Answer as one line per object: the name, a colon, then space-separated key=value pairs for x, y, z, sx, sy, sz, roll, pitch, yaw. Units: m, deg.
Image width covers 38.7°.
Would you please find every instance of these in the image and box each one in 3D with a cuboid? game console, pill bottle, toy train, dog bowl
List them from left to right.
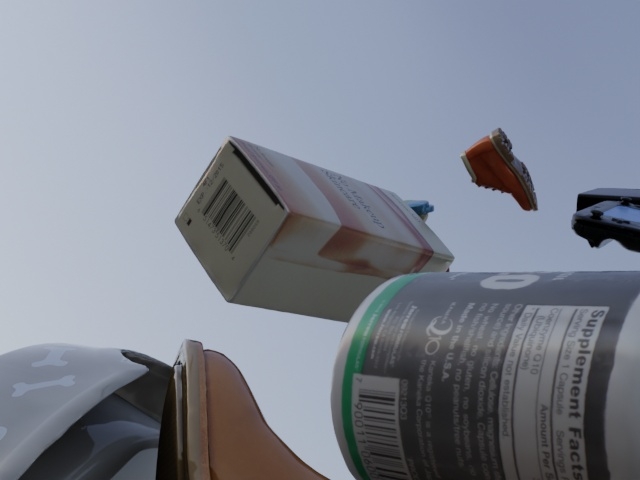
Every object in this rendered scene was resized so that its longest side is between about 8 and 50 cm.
dog bowl: x=-0.169 y=0.220 z=0.546 sx=0.102 sy=0.348 sz=0.348 roll=17 pitch=-35 yaw=22
toy train: x=0.166 y=-0.012 z=1.687 sx=0.105 sy=0.248 sz=0.143 roll=-5 pitch=-80 yaw=-2
pill bottle: x=0.200 y=0.123 z=0.675 sx=0.361 sy=0.204 sz=0.204 roll=-2 pitch=-46 yaw=44
game console: x=0.384 y=-0.026 z=1.023 sx=0.213 sy=0.361 sz=0.044 roll=5 pitch=-80 yaw=28

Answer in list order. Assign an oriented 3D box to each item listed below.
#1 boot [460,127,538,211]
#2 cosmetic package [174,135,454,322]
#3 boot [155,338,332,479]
boot: x=0.290 y=-0.100 z=1.467 sx=0.085 sy=0.059 sz=0.158 roll=-29 pitch=-68 yaw=23
cosmetic package: x=0.000 y=0.000 z=1.069 sx=0.296 sy=0.129 sz=0.153 roll=14 pitch=27 yaw=-47
boot: x=0.038 y=0.162 z=0.472 sx=0.283 sy=0.220 sz=0.109 roll=-119 pitch=-146 yaw=-45
